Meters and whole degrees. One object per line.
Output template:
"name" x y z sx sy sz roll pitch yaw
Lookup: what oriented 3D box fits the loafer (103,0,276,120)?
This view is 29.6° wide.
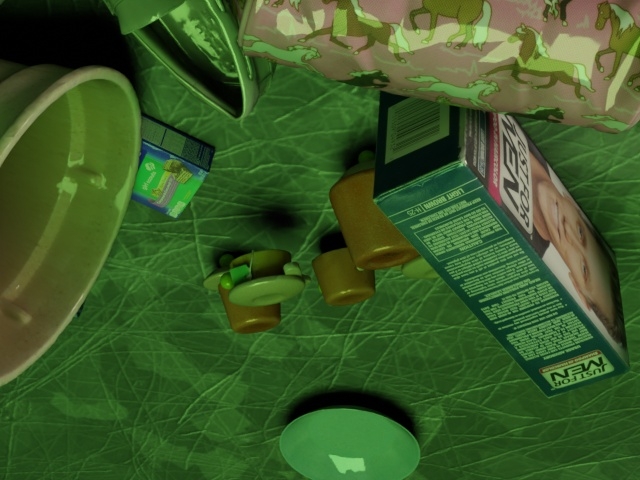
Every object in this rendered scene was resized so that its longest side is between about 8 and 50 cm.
"loafer" -0.150 -0.239 1.097 0.112 0.111 0.319 -24 128 30

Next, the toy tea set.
"toy tea set" 0.000 0.000 1.356 0.336 0.124 0.200 -18 161 21

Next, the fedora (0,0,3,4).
"fedora" -0.330 -0.280 1.031 0.244 0.124 0.275 16 120 38

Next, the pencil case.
"pencil case" 0.118 -0.206 1.064 0.386 0.160 0.167 12 169 -4

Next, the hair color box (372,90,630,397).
"hair color box" 0.192 -0.010 1.244 0.105 0.174 0.347 -23 129 27

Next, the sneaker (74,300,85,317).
"sneaker" -0.319 -0.007 1.399 0.090 0.081 0.232 7 130 5

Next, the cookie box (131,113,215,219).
"cookie box" -0.184 -0.082 1.320 0.107 0.040 0.092 25 134 -16

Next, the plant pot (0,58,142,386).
"plant pot" -0.391 -0.065 1.177 0.305 0.334 0.334 23 138 12

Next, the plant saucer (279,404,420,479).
"plant saucer" 0.042 0.275 1.668 0.195 0.037 0.195 5 137 5
